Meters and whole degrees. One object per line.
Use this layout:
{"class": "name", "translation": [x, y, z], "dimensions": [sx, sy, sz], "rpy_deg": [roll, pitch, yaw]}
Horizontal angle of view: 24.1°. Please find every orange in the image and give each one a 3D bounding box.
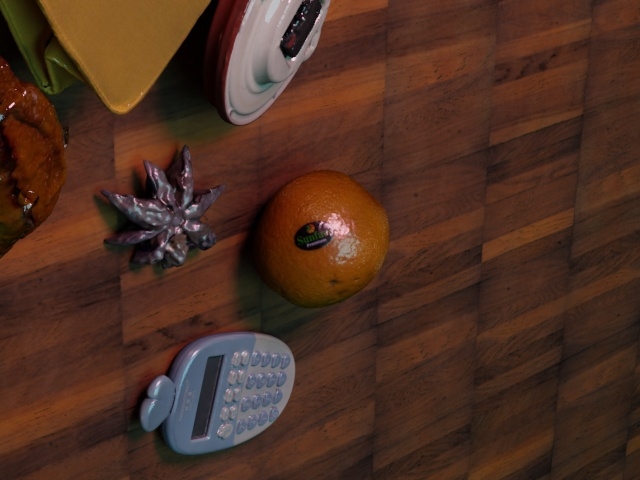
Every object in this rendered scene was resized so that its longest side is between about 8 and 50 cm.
{"class": "orange", "translation": [0.000, 0.000, 2.162], "dimensions": [0.206, 0.206, 0.206], "rpy_deg": [-21, 123, -37]}

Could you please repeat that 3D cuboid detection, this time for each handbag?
{"class": "handbag", "translation": [-0.221, -0.375, 1.739], "dimensions": [0.401, 0.133, 0.283], "rpy_deg": [-57, 151, -24]}

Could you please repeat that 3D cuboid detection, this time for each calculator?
{"class": "calculator", "translation": [-0.150, 0.224, 2.225], "dimensions": [0.302, 0.042, 0.188], "rpy_deg": [-1, 110, -45]}

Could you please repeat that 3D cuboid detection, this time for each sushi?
{"class": "sushi", "translation": [-0.400, -0.106, 1.747], "dimensions": [0.296, 0.179, 0.167], "rpy_deg": [83, 26, -50]}

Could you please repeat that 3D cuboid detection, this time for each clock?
{"class": "clock", "translation": [-0.048, -0.294, 1.959], "dimensions": [0.318, 0.080, 0.318], "rpy_deg": [-58, 164, -26]}

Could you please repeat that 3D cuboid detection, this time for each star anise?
{"class": "star anise", "translation": [-0.202, -0.039, 2.032], "dimensions": [0.180, 0.061, 0.204], "rpy_deg": [-50, 136, -16]}
